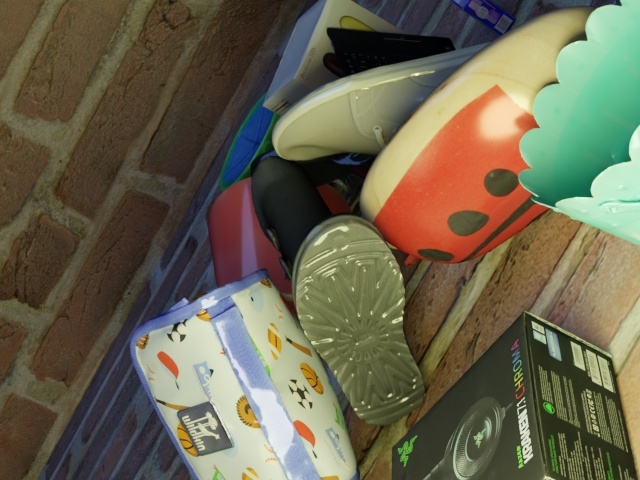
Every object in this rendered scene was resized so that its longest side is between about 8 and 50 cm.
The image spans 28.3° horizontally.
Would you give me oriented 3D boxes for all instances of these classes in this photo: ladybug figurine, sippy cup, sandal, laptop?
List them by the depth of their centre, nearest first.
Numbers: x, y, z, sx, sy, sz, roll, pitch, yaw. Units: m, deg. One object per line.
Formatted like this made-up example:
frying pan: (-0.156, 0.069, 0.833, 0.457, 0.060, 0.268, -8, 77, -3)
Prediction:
ladybug figurine: (0.230, -0.111, 1.648, 0.449, 0.305, 0.162, -48, 62, 40)
laptop: (0.165, -0.300, 2.042, 0.136, 0.234, 0.264, 112, 151, -41)
sandal: (0.095, -0.137, 2.064, 0.445, 0.167, 0.107, -21, 68, 26)
sippy cup: (-0.047, -0.149, 2.488, 0.305, 0.224, 0.240, -61, 19, 7)

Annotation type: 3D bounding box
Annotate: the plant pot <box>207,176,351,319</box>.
plant pot: (-0.069, 0.059, 2.243, 0.275, 0.275, 0.243, -47, 34, 40)

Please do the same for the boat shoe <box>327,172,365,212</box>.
boat shoe: (0.042, -0.103, 2.372, 0.223, 0.080, 0.073, -63, -16, 1)

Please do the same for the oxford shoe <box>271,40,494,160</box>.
oxford shoe: (0.133, -0.178, 1.866, 0.449, 0.169, 0.130, -13, 71, 20)

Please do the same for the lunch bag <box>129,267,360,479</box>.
lunch bag: (-0.099, 0.218, 1.743, 0.239, 0.328, 0.385, -27, 0, -8)

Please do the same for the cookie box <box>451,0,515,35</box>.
cookie box: (0.274, -0.396, 2.167, 0.040, 0.092, 0.107, -55, 18, 13)

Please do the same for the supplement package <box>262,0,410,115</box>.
supplement package: (0.043, -0.288, 2.212, 0.149, 0.203, 0.194, -28, 38, 62)

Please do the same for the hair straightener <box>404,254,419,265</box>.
hair straightener: (0.176, -0.072, 1.980, 0.047, 0.089, 0.230, -6, -44, -57)

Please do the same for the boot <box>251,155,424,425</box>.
boot: (0.000, 0.002, 1.854, 0.445, 0.146, 0.367, -112, 6, -51)

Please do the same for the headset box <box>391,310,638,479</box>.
headset box: (0.195, 0.266, 1.372, 0.283, 0.131, 0.246, -51, 20, 33)

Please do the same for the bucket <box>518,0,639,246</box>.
bucket: (0.367, -0.122, 1.369, 0.281, 0.183, 0.281, -52, 21, 30)
